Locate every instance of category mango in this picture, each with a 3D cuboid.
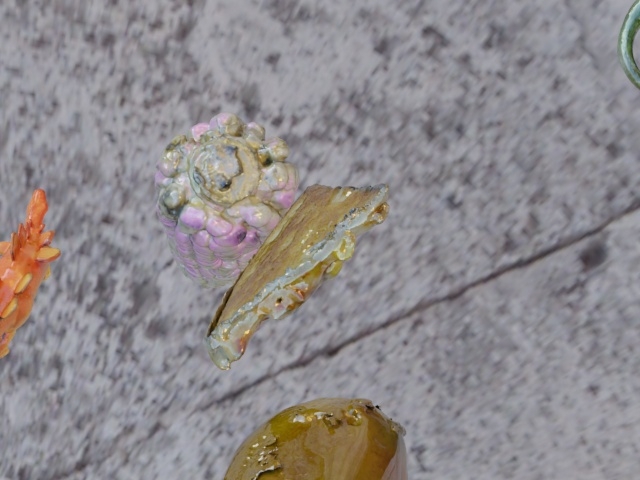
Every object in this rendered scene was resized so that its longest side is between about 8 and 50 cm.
[{"bbox_3d":[-0.004,0.227,1.347,0.156,0.151,0.248,53,43,-24],"label":"mango"}]

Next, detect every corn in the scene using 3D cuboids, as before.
[{"bbox_3d":[-0.090,-0.021,1.577,0.127,0.335,0.126,1,77,-4],"label":"corn"}]

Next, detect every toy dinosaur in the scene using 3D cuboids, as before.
[{"bbox_3d":[-0.308,0.054,1.685,0.070,0.117,0.288,21,52,-12],"label":"toy dinosaur"}]

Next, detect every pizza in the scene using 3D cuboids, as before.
[{"bbox_3d":[0.000,0.000,1.196,0.036,0.176,0.184,45,35,-14],"label":"pizza"}]

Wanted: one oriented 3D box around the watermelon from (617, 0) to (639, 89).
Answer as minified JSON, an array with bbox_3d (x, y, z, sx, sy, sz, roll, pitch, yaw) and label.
[{"bbox_3d":[0.133,-0.088,0.458,0.109,0.109,0.109,4,73,-12],"label":"watermelon"}]
